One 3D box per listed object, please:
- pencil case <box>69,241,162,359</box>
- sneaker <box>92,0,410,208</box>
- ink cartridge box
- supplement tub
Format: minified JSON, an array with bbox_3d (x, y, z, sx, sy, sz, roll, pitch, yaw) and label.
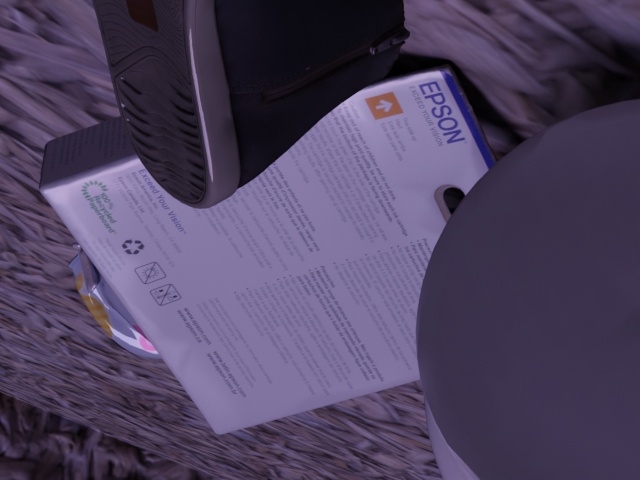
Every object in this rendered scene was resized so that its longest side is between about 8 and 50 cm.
[{"bbox_3d":[-0.076,0.008,1.243,0.124,0.113,0.273,32,164,-13],"label":"pencil case"},{"bbox_3d":[-0.029,-0.127,0.768,0.083,0.118,0.222,35,146,31],"label":"sneaker"},{"bbox_3d":[0.000,0.000,1.036,0.224,0.045,0.223,-15,134,16],"label":"ink cartridge box"},{"bbox_3d":[0.179,0.085,0.910,0.228,0.228,0.316,15,165,24],"label":"supplement tub"}]
